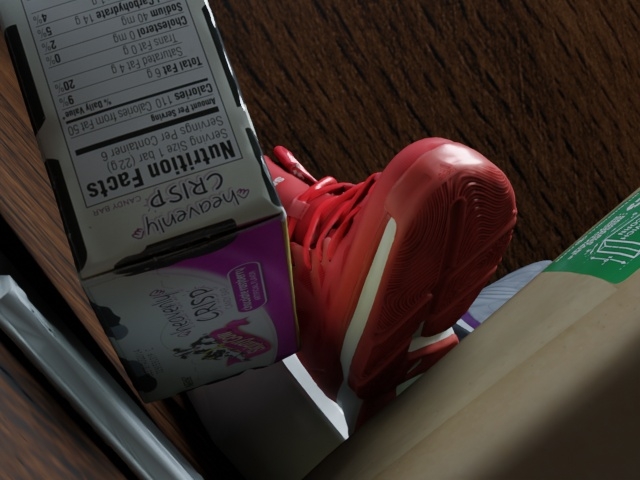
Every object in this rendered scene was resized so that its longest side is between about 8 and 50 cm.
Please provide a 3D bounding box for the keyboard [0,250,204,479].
[{"bbox_3d":[-0.037,0.096,0.519,0.256,0.014,0.072,53,-7,-23],"label":"keyboard"}]

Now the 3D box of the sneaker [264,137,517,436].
[{"bbox_3d":[0.000,0.000,0.631,0.128,0.087,0.221,44,-25,17],"label":"sneaker"}]

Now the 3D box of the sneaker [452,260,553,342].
[{"bbox_3d":[0.120,0.042,0.879,0.083,0.098,0.224,48,0,-1],"label":"sneaker"}]

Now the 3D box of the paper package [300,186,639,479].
[{"bbox_3d":[0.195,0.127,0.596,0.309,0.325,0.168,53,-8,-8],"label":"paper package"}]

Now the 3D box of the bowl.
[{"bbox_3d":[-0.021,0.091,0.756,0.142,0.053,0.142,53,-2,-29],"label":"bowl"}]

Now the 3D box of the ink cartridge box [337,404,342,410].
[{"bbox_3d":[0.091,0.180,0.871,0.211,0.121,0.289,51,-1,-29],"label":"ink cartridge box"}]

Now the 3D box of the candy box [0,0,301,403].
[{"bbox_3d":[-0.077,-0.073,0.566,0.159,0.071,0.233,87,-16,-71],"label":"candy box"}]
